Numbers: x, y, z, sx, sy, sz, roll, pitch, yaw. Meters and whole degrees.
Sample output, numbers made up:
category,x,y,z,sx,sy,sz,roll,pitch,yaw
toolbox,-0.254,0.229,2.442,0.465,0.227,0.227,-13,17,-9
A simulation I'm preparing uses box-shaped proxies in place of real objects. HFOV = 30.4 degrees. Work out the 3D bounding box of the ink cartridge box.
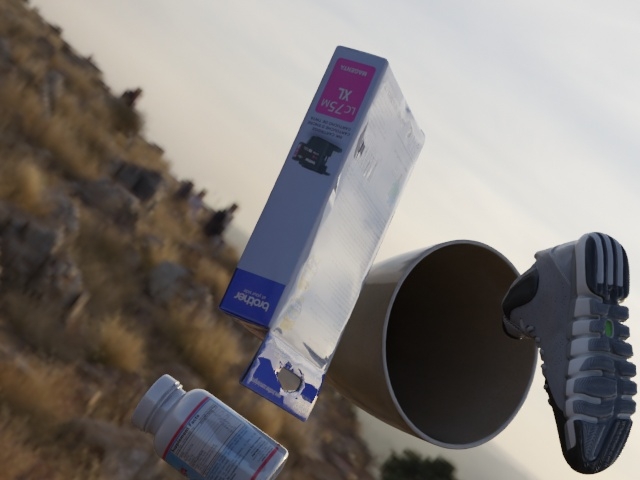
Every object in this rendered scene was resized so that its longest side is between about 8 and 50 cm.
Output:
category,x,y,z,sx,sy,sz,roll,pitch,yaw
ink cartridge box,0.000,0.000,1.082,0.065,0.311,0.186,17,-12,21

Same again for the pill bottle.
category,x,y,z,sx,sy,sz,roll,pitch,yaw
pill bottle,-0.121,0.216,1.262,0.160,0.087,0.087,35,-3,9

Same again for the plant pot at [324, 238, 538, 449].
category,x,y,z,sx,sy,sz,roll,pitch,yaw
plant pot,0.100,0.127,1.551,0.256,0.256,0.274,40,-22,-28

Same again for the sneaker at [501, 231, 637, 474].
category,x,y,z,sx,sy,sz,roll,pitch,yaw
sneaker,0.232,0.111,1.144,0.086,0.229,0.132,17,-17,-34
